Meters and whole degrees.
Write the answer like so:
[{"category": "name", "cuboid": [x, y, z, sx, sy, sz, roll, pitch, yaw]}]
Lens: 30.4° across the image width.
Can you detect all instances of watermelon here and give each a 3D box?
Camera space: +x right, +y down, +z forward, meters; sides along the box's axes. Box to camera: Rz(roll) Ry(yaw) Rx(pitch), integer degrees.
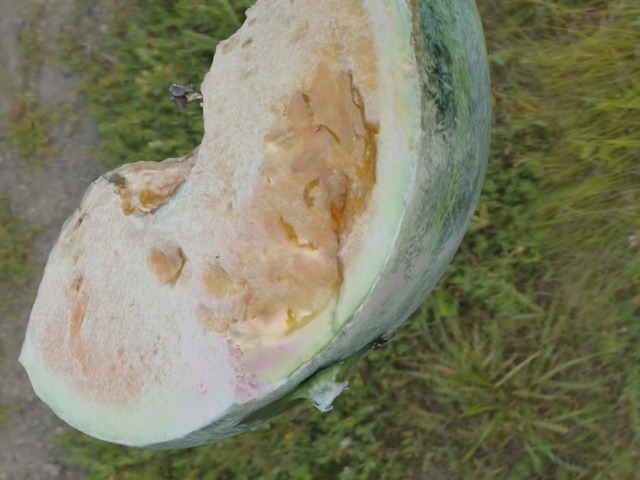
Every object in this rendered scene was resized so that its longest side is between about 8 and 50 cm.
[{"category": "watermelon", "cuboid": [0.002, 0.005, 0.623, 0.322, 0.188, 0.175, -42, 59, 33]}]

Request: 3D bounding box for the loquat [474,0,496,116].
[{"category": "loquat", "cuboid": [0.046, -0.151, 0.872, 0.204, 0.172, 0.149, 35, 85, 20]}]
